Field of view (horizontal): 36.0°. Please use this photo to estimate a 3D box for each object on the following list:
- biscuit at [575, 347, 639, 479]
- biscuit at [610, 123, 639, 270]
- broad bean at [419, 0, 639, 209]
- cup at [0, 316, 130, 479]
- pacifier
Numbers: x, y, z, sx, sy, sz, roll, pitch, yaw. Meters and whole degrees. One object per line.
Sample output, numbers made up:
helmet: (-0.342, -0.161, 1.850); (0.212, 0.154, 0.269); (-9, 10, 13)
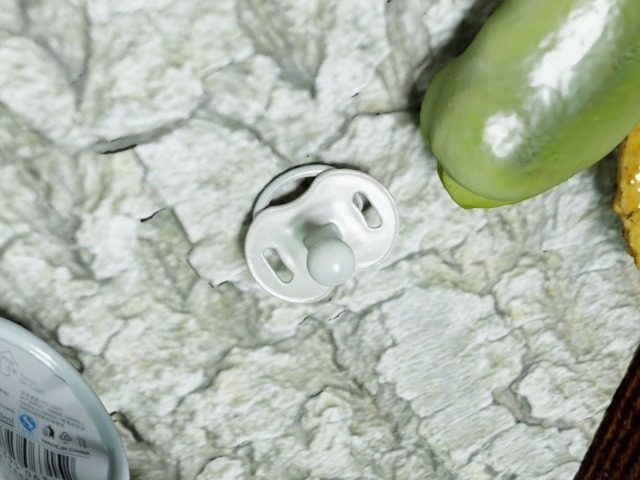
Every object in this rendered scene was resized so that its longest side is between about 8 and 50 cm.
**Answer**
biscuit: (0.327, 0.115, 0.835); (0.107, 0.073, 0.388); (-6, 131, -20)
biscuit: (0.309, -0.053, 0.644); (0.254, 0.035, 0.253); (-4, 108, -14)
broad bean: (0.134, -0.089, 0.561); (0.174, 0.082, 0.124); (-40, 131, 15)
cup: (-0.264, 0.191, 0.553); (0.312, 0.205, 0.205); (-41, 133, 12)
pacifier: (0.000, 0.000, 0.588); (0.099, 0.078, 0.081); (-32, 113, 7)
